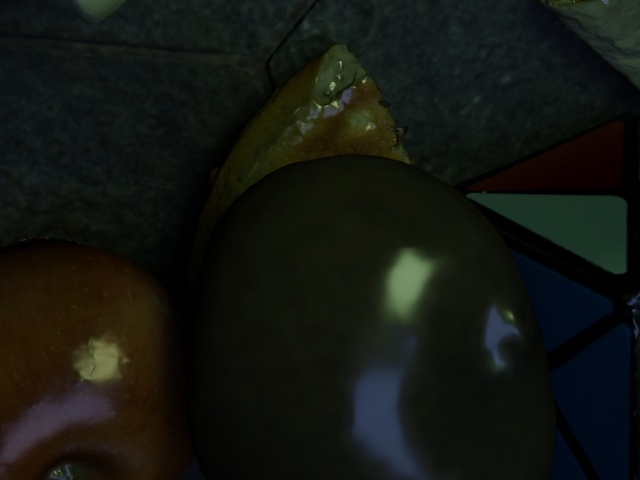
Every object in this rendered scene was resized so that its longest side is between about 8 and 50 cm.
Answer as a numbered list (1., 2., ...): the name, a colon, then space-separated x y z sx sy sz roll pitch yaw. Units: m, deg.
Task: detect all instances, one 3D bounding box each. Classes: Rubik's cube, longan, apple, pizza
1. Rubik's cube: 0.260 0.064 1.537 0.250 0.248 0.246 -22 123 -29
2. longan: 0.034 0.105 1.410 0.288 0.288 0.350 -13 115 -11
3. apple: -0.219 0.137 1.478 0.271 0.206 0.252 -24 123 -6
4. pizza: 0.000 0.000 1.546 0.226 0.086 0.336 5 113 -29

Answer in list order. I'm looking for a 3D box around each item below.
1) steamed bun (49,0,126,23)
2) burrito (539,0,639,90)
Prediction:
1. steamed bun: -0.204 -0.392 1.169 0.371 0.290 0.456 -50 135 -1
2. burrito: 0.328 -0.165 1.559 0.299 0.105 0.143 37 104 -30
